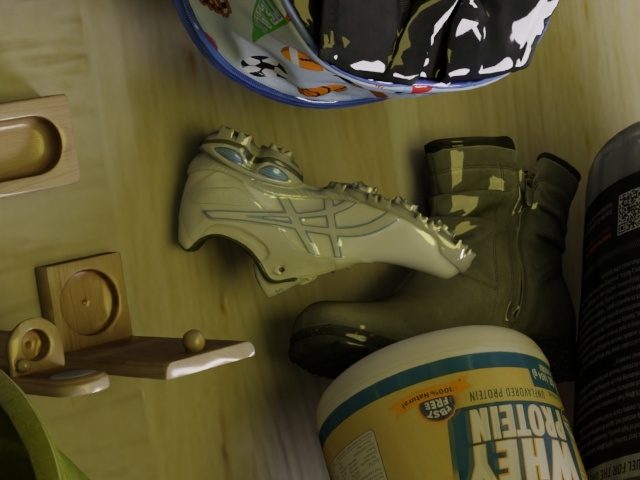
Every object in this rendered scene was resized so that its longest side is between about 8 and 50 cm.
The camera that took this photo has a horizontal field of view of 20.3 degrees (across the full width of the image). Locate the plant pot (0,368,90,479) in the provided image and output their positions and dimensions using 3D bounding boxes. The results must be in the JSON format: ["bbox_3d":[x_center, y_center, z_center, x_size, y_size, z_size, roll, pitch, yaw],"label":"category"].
[{"bbox_3d":[-0.160,0.286,0.808,0.353,0.366,0.366,48,62,-41],"label":"plant pot"}]

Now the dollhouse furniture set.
[{"bbox_3d":[-0.138,0.001,0.936,0.144,0.123,0.151,-14,98,-38],"label":"dollhouse furniture set"}]

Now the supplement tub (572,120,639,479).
[{"bbox_3d":[0.262,0.099,1.118,0.207,0.207,0.338,28,58,-35],"label":"supplement tub"}]

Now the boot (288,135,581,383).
[{"bbox_3d":[0.074,0.010,1.148,0.246,0.083,0.161,6,77,-42],"label":"boot"}]

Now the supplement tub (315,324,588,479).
[{"bbox_3d":[0.087,0.165,1.024,0.144,0.144,0.199,6,56,-38],"label":"supplement tub"}]

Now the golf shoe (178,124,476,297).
[{"bbox_3d":[0.000,0.000,1.054,0.176,0.069,0.086,21,87,4],"label":"golf shoe"}]

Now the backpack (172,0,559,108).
[{"bbox_3d":[0.016,-0.206,1.008,0.276,0.213,0.263,0,82,-32],"label":"backpack"}]
